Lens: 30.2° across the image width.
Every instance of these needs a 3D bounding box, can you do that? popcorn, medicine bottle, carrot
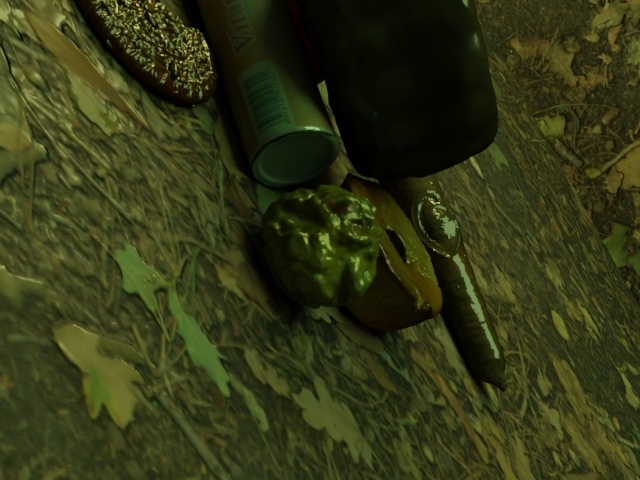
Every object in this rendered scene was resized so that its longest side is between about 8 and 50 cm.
[{"bbox_3d":[0.000,0.000,1.075,0.106,0.116,0.120,41,67,-20],"label":"popcorn"},{"bbox_3d":[-0.086,-0.250,1.258,0.108,0.108,0.426,29,36,-53],"label":"medicine bottle"},{"bbox_3d":[0.156,0.028,1.459,0.070,0.070,0.342,20,43,-59],"label":"carrot"}]

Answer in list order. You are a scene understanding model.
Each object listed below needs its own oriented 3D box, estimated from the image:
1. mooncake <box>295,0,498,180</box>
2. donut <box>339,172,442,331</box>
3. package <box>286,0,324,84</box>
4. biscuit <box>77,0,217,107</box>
[{"bbox_3d":[0.071,-0.205,1.247,0.290,0.161,0.290,-19,90,-89],"label":"mooncake"},{"bbox_3d":[0.054,0.017,1.227,0.174,0.075,0.190,55,16,-3],"label":"donut"},{"bbox_3d":[-0.039,-0.408,1.454,0.423,0.196,0.123,60,18,2],"label":"package"},{"bbox_3d":[-0.152,-0.184,1.107,0.206,0.025,0.126,22,40,-57],"label":"biscuit"}]
